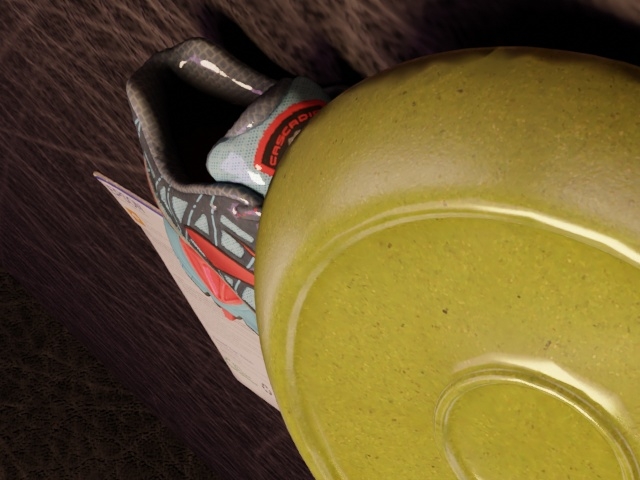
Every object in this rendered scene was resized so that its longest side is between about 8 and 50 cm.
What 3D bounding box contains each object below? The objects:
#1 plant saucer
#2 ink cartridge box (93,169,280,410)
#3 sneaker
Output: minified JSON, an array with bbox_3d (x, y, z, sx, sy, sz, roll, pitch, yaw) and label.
[{"bbox_3d":[0.072,0.057,0.394,0.241,0.037,0.241,21,133,24],"label":"plant saucer"},{"bbox_3d":[-0.024,0.052,0.812,0.223,0.045,0.224,29,156,46],"label":"ink cartridge box"},{"bbox_3d":[0.000,0.000,0.512,0.262,0.104,0.125,33,158,39],"label":"sneaker"}]
